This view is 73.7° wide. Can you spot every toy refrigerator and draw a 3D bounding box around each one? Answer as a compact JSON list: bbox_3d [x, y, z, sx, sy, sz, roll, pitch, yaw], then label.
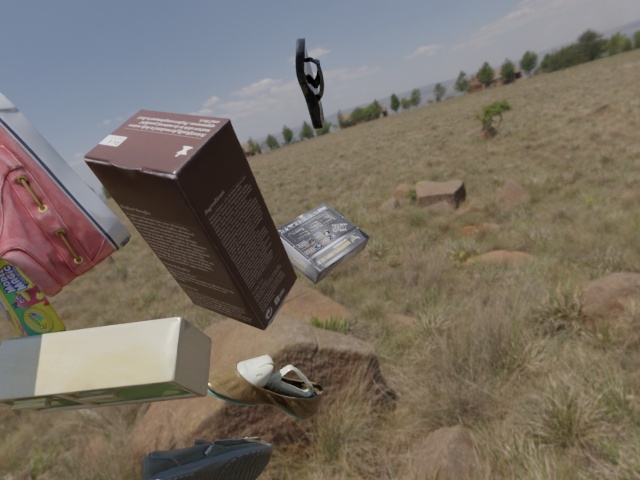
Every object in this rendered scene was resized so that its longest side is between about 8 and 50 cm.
[{"bbox_3d":[-0.301,0.182,0.595,0.269,0.102,0.094,-8,59,8],"label":"toy refrigerator"}]

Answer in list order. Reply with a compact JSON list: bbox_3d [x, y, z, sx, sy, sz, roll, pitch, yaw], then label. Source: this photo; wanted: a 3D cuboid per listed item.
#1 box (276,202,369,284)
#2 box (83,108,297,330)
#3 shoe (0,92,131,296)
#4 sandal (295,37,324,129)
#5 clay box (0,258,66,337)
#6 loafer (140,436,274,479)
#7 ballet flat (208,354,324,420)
[{"bbox_3d":[0.000,0.000,1.204,0.183,0.056,0.231,39,45,19],"label":"box"},{"bbox_3d":[-0.194,-0.020,0.735,0.191,0.381,0.143,14,55,26],"label":"box"},{"bbox_3d":[-0.240,-0.042,0.329,0.081,0.178,0.063,-46,18,-25],"label":"shoe"},{"bbox_3d":[-0.013,-0.373,1.013,0.054,0.097,0.254,-5,-25,10],"label":"sandal"},{"bbox_3d":[-0.500,0.095,0.706,0.053,0.222,0.127,-31,-15,-42],"label":"clay box"},{"bbox_3d":[-0.188,0.374,0.732,0.251,0.094,0.087,16,13,-45],"label":"loafer"},{"bbox_3d":[-0.124,0.366,1.097,0.124,0.342,0.116,-55,28,9],"label":"ballet flat"}]
